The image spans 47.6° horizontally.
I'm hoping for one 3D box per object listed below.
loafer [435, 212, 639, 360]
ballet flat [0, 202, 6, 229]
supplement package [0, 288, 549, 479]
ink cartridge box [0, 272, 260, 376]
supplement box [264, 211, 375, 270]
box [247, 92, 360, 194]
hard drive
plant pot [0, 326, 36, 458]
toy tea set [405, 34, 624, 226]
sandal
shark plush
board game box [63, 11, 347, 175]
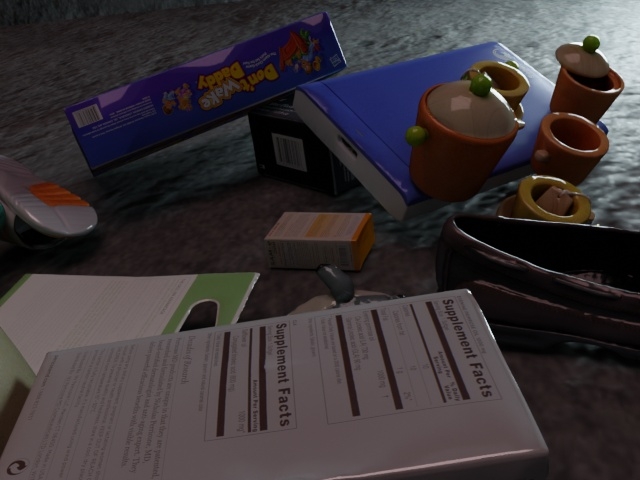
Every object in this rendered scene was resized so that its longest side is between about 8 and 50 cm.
[{"bbox_3d":[0.235,0.028,0.548,0.302,0.095,0.109,0,29,18],"label":"loafer"},{"bbox_3d":[-0.448,-0.001,0.830,0.247,0.083,0.087,-15,-24,31],"label":"ballet flat"},{"bbox_3d":[-0.021,0.131,0.382,0.244,0.139,0.134,-8,28,-1],"label":"supplement package"},{"bbox_3d":[-0.180,0.090,0.605,0.235,0.056,0.171,0,29,11],"label":"ink cartridge box"},{"bbox_3d":[0.000,0.000,0.742,0.098,0.036,0.062,2,29,20],"label":"supplement box"},{"bbox_3d":[0.016,-0.141,0.953,0.158,0.093,0.156,-29,33,-35],"label":"box"},{"bbox_3d":[0.157,-0.143,0.856,0.319,0.040,0.210,-20,54,-30],"label":"hard drive"},{"bbox_3d":[-0.265,0.120,0.390,0.191,0.284,0.284,23,18,-22],"label":"plant pot"},{"bbox_3d":[0.220,-0.138,0.747,0.200,0.124,0.336,24,46,10],"label":"toy tea set"},{"bbox_3d":[-0.367,-0.039,0.888,0.265,0.076,0.102,29,15,37],"label":"sandal"},{"bbox_3d":[0.048,0.083,0.585,0.161,0.073,0.067,19,54,9],"label":"shark plush"},{"bbox_3d":[-0.163,-0.193,0.995,0.347,0.078,0.233,-25,9,-14],"label":"board game box"}]
